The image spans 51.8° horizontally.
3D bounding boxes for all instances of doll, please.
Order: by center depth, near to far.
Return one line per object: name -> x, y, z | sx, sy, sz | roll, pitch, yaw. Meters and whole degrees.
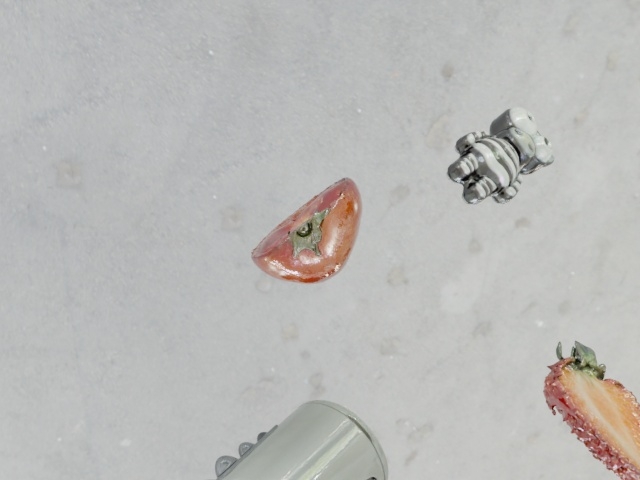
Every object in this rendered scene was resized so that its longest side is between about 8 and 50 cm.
doll -> 0.219, -0.102, 0.780 | 0.219, 0.091, 0.067 | -33, 174, -46

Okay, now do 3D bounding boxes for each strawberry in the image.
strawberry -> 0.500, 0.324, 1.211 | 0.188, 0.286, 0.106 | 11, 130, -22

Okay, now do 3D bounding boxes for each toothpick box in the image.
toothpick box -> -0.061, 0.416, 1.072 | 0.316, 0.229, 0.228 | -30, 131, -45

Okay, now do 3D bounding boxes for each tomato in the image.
tomato -> 0.000, 0.000, 0.820 | 0.159, 0.139, 0.091 | -41, 102, 2
